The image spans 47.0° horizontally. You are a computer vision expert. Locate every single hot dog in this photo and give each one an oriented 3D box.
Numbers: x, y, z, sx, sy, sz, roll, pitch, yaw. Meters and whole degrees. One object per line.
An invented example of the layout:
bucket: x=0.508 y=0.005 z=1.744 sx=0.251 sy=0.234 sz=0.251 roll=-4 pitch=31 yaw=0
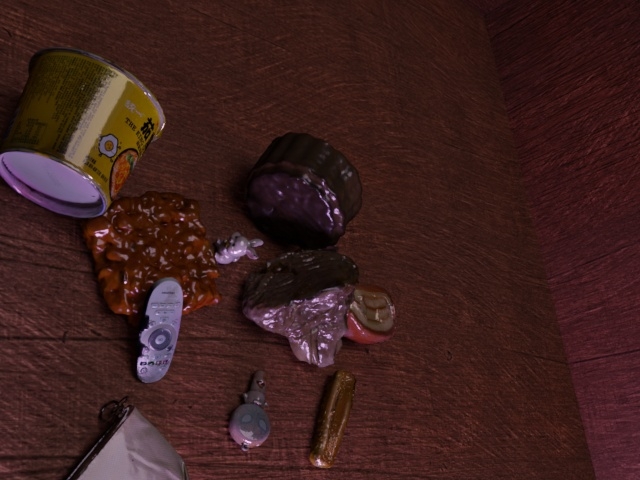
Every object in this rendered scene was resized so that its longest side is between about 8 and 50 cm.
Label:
hot dog: x=0.033 y=0.487 z=2.014 sx=0.083 sy=0.068 sz=0.289 roll=26 pitch=54 yaw=-7

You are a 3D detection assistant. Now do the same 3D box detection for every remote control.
remote control: x=-0.368 y=0.202 z=1.658 sx=0.097 sy=0.045 sz=0.256 roll=6 pitch=103 yaw=-37

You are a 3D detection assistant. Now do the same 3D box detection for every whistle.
whistle: x=-0.171 y=0.425 z=1.838 sx=0.107 sy=0.057 sz=0.220 roll=26 pitch=47 yaw=-19

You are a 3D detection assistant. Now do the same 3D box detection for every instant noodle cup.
instant noodle cup: x=-0.535 y=-0.220 z=1.607 sx=0.325 sy=0.325 sz=0.254 roll=35 pitch=56 yaw=-30

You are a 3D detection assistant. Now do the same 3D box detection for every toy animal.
toy animal: x=-0.224 y=0.022 z=1.938 sx=0.085 sy=0.124 sz=0.071 roll=45 pitch=39 yaw=-23

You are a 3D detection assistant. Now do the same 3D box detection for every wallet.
wallet: x=-0.414 y=0.524 z=1.520 sx=0.275 sy=0.068 sz=0.335 roll=46 pitch=49 yaw=-14

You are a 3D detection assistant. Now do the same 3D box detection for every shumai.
shumai: x=-0.041 y=0.189 z=2.034 sx=0.346 sy=0.217 sz=0.283 roll=-28 pitch=133 yaw=-24

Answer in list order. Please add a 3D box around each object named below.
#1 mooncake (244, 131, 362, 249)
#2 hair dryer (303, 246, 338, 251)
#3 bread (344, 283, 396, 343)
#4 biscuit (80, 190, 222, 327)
mooncake: x=-0.054 y=-0.128 z=2.056 sx=0.324 sy=0.324 sz=0.187 roll=48 pitch=48 yaw=-18
hair dryer: x=0.002 y=0.007 z=2.259 sx=0.154 sy=0.054 sz=0.106 roll=30 pitch=45 yaw=-46
bread: x=0.120 y=0.218 z=2.206 sx=0.244 sy=0.123 sz=0.190 roll=5 pitch=68 yaw=-44
biscuit: x=-0.397 y=0.038 z=1.756 sx=0.318 sy=0.110 sz=0.312 roll=-13 pitch=81 yaw=-49
